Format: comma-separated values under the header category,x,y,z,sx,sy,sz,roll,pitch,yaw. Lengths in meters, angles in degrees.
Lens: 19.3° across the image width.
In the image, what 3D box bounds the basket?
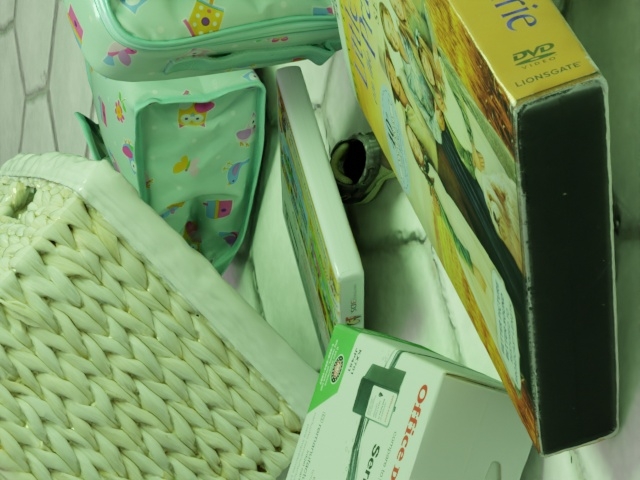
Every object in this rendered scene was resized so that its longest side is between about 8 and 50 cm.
category,x,y,z,sx,sy,sz,roll,pitch,yaw
basket,-0.212,0.122,1.719,0.266,0.331,0.328,-50,19,-12

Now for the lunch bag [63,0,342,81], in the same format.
category,x,y,z,sx,sy,sz,roll,pitch,yaw
lunch bag,-0.077,-0.244,1.535,0.108,0.279,0.224,-47,59,62

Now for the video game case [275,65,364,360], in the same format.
category,x,y,z,sx,sy,sz,roll,pitch,yaw
video game case,0.000,0.000,1.607,0.206,0.026,0.227,88,168,-54

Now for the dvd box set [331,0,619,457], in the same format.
category,x,y,z,sx,sy,sz,roll,pitch,yaw
dvd box set,0.089,-0.106,1.262,0.420,0.062,0.307,-114,10,-45

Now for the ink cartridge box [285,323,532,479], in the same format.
category,x,y,z,sx,sy,sz,roll,pitch,yaw
ink cartridge box,0.062,0.157,1.394,0.208,0.087,0.153,17,89,68

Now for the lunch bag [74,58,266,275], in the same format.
category,x,y,z,sx,sy,sz,roll,pitch,yaw
lunch bag,-0.153,-0.107,1.903,0.262,0.160,0.223,94,158,-43

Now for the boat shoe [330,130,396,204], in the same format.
category,x,y,z,sx,sy,sz,roll,pitch,yaw
boat shoe,0.031,-0.065,1.566,0.152,0.049,0.056,143,123,-65
